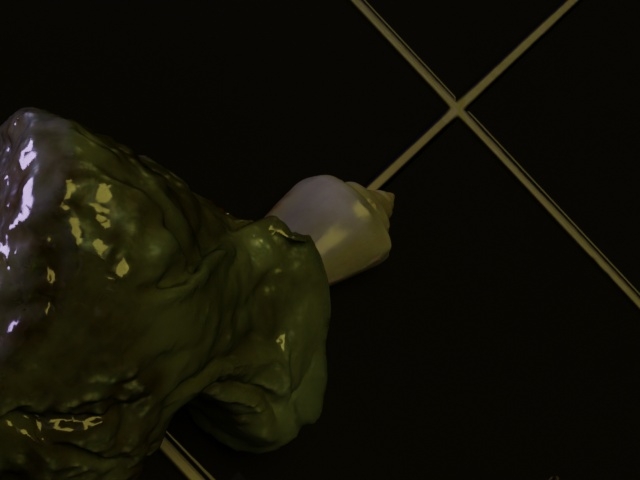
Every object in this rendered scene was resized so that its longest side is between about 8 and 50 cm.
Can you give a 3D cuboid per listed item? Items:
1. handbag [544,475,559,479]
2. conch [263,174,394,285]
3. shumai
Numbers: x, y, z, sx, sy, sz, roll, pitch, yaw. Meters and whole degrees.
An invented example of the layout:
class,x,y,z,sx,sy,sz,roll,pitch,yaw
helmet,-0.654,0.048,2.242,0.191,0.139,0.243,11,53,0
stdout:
class,x,y,z,sx,sy,sz,roll,pitch,yaw
handbag,0.148,0.303,1.159,0.205,0.179,0.116,-26,74,-33
conch,-0.003,0.000,1.289,0.176,0.094,0.104,-34,99,-6
shumai,-0.118,0.051,1.054,0.288,0.330,0.292,6,41,-12
